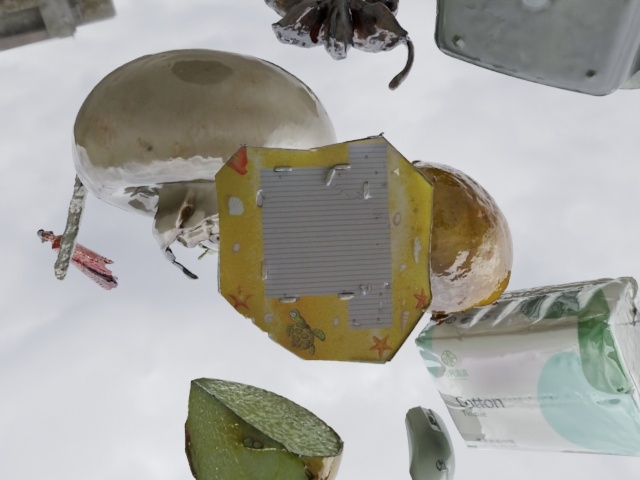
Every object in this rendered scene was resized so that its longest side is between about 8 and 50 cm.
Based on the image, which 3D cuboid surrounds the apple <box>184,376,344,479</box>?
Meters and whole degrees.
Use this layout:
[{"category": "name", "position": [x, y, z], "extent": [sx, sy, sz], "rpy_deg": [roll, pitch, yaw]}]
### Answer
[{"category": "apple", "position": [-0.118, 0.399, 1.318], "extent": [0.346, 0.179, 0.254], "rpy_deg": [23, -129, 32]}]

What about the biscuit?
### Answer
[{"category": "biscuit", "position": [-0.511, -0.045, 1.424], "extent": [0.032, 0.249, 0.133], "rpy_deg": [13, -178, -17]}]

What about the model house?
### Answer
[{"category": "model house", "position": [-0.001, 0.007, 0.698], "extent": [0.208, 0.219, 0.136], "rpy_deg": [-5, -173, -7]}]

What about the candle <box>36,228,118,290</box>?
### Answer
[{"category": "candle", "position": [-0.653, 0.048, 1.855], "extent": [0.059, 0.301, 0.084], "rpy_deg": [-13, -122, 22]}]

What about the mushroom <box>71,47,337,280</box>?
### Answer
[{"category": "mushroom", "position": [-0.154, -0.096, 0.943], "extent": [0.363, 0.362, 0.294], "rpy_deg": [-2, -100, 10]}]

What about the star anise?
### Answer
[{"category": "star anise", "position": [0.032, -0.413, 1.300], "extent": [0.316, 0.139, 0.359], "rpy_deg": [9, -128, 9]}]

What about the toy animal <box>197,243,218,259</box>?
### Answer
[{"category": "toy animal", "position": [-0.285, -0.005, 2.042], "extent": [0.073, 0.136, 0.181], "rpy_deg": [38, -89, 24]}]

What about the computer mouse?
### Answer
[{"category": "computer mouse", "position": [0.206, 0.376, 1.268], "extent": [0.089, 0.056, 0.181], "rpy_deg": [21, -140, -21]}]

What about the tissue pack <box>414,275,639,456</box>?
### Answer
[{"category": "tissue pack", "position": [0.383, 0.219, 1.170], "extent": [0.357, 0.266, 0.194], "rpy_deg": [-14, -161, 42]}]

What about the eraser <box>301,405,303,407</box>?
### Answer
[{"category": "eraser", "position": [-0.178, 0.485, 1.517], "extent": [0.061, 0.089, 0.352], "rpy_deg": [41, -97, 12]}]

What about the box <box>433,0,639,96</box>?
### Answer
[{"category": "box", "position": [0.210, -0.271, 0.564], "extent": [0.221, 0.290, 0.166], "rpy_deg": [22, -131, 23]}]

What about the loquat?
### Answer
[{"category": "loquat", "position": [0.170, -0.005, 0.985], "extent": [0.193, 0.238, 0.238], "rpy_deg": [-22, -148, 16]}]
